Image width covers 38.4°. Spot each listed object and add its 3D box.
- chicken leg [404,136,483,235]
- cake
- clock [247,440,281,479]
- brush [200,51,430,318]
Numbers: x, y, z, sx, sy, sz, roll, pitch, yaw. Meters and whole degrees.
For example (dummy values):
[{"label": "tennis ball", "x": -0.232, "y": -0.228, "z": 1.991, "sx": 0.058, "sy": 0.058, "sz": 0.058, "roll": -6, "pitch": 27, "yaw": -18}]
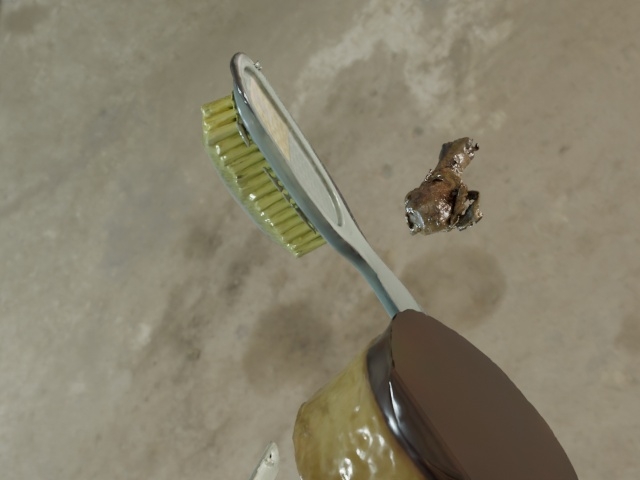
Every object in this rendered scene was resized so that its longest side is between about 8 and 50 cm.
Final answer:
[{"label": "chicken leg", "x": 0.184, "y": -0.074, "z": 1.380, "sx": 0.125, "sy": 0.080, "sz": 0.196, "roll": -29, "pitch": 25, "yaw": 25}, {"label": "cake", "x": 0.055, "y": 0.170, "z": 0.627, "sx": 0.178, "sy": 0.208, "sz": 0.185, "roll": -42, "pitch": 34, "yaw": 19}, {"label": "clock", "x": -0.097, "y": 0.364, "z": 1.132, "sx": 0.053, "sy": 0.236, "sz": 0.236, "roll": 29, "pitch": 92, "yaw": 5}, {"label": "brush", "x": 0.000, "y": 0.000, "z": 0.638, "sx": 0.060, "sy": 0.297, "sz": 0.068, "roll": -25, "pitch": 37, "yaw": 17}]
